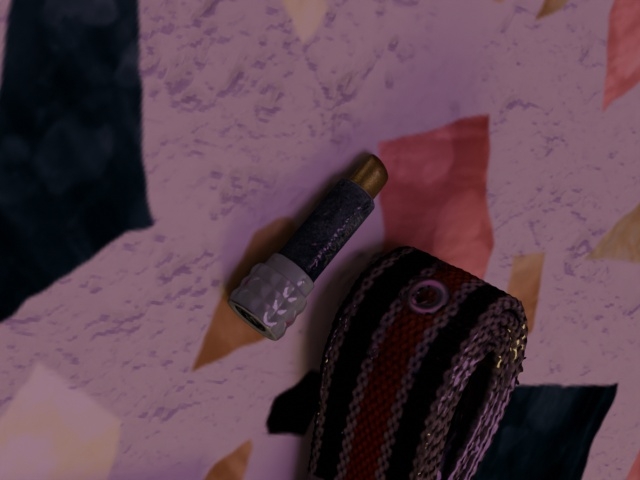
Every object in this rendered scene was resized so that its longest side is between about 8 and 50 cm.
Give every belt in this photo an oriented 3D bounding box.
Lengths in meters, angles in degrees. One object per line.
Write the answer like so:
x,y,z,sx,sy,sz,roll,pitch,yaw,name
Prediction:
0.023,0.177,0.986,0.126,0.094,0.360,1,115,-47,belt

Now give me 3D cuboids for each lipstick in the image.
0.000,0.000,0.902,0.116,0.037,0.037,-49,137,-13,lipstick
